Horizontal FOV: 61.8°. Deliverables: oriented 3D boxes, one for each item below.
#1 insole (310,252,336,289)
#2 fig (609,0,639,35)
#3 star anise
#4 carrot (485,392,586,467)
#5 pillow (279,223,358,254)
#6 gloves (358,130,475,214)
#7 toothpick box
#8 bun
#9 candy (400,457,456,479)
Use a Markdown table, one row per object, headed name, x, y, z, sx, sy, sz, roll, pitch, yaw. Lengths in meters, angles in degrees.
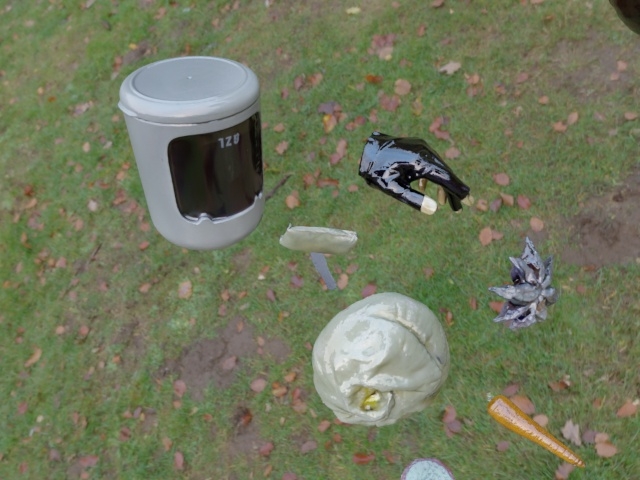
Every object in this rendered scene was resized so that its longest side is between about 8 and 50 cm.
| name | x | y | z | sx | sy | sz | roll | pitch | yaw |
| --- | --- | --- | --- | --- | --- | --- | --- | --- | --- |
| insole | 0.008 | 0.082 | 1.544 | 0.045 | 0.002 | 0.135 | -30 | 85 | 29 |
| fig | 0.476 | -0.382 | 0.688 | 0.235 | 0.235 | 0.214 | -41 | 51 | 2 |
| star anise | 0.390 | 0.086 | 0.997 | 0.061 | 0.204 | 0.181 | 9 | 70 | 50 |
| carrot | 0.490 | 0.445 | 1.236 | 0.256 | 0.061 | 0.061 | 37 | 84 | 22 |
| pillow | 0.000 | 0.000 | 1.426 | 0.208 | 0.119 | 0.053 | 7 | 62 | -12 |
| gloves | 0.236 | -0.155 | 1.310 | 0.300 | 0.152 | 0.197 | 31 | 51 | -3 |
| toothpick box | -0.204 | -0.128 | 0.900 | 0.228 | 0.317 | 0.229 | 1 | 40 | -1 |
| bun | 0.155 | 0.314 | 1.319 | 0.365 | 0.365 | 0.219 | -32 | 28 | 9 |
| candy | 0.191 | 0.440 | 0.949 | 0.103 | 0.043 | 0.103 | 0 | 52 | 0 |
